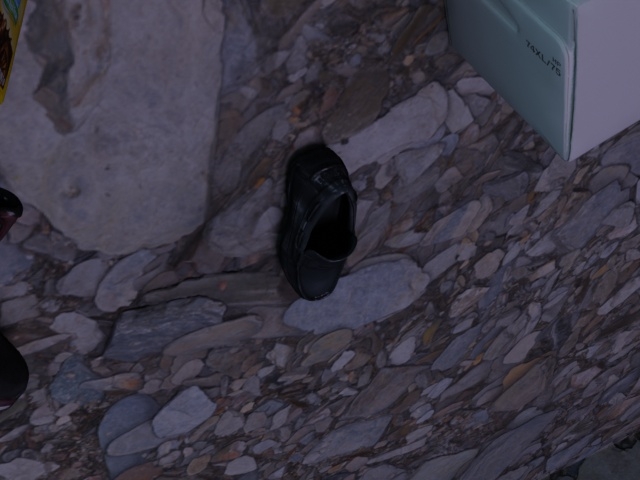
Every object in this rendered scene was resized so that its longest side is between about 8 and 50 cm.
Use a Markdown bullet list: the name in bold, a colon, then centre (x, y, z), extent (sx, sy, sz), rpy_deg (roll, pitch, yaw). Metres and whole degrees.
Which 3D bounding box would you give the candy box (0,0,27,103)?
- **candy box**: centre (-0.193, -0.157, 0.471), extent (0.027, 0.105, 0.206), rpy_deg (8, 169, -9)

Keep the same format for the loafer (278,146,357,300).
- **loafer**: centre (0.000, 0.000, 0.925), extent (0.076, 0.078, 0.223), rpy_deg (-21, 144, -20)

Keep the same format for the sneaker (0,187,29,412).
- **sneaker**: centre (-0.289, 0.038, 0.704), extent (0.162, 0.106, 0.281), rpy_deg (-37, 146, -2)

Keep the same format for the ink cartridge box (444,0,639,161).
- **ink cartridge box**: centre (0.265, -0.248, 0.745), extent (0.270, 0.198, 0.197), rpy_deg (-31, 147, -5)
